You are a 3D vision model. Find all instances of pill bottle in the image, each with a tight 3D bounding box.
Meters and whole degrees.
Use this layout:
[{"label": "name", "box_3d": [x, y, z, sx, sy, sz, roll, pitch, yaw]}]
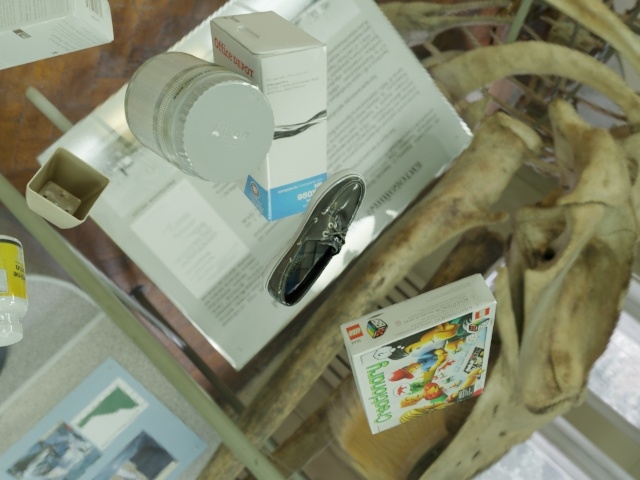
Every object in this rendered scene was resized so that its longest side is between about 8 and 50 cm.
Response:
[{"label": "pill bottle", "box_3d": [-0.578, 0.090, 1.153, 0.103, 0.184, 0.103, -14, 159, -6]}]

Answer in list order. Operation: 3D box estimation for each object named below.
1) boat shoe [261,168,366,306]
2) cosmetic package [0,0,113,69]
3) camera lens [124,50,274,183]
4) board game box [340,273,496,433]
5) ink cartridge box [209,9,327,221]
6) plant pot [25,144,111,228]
[{"label": "boat shoe", "box_3d": [0.000, 0.000, 0.952, 0.228, 0.076, 0.080, -51, 127, 1]}, {"label": "cosmetic package", "box_3d": [-0.476, -0.357, 1.063, 0.231, 0.086, 0.117, -11, 172, 12]}, {"label": "camera lens", "box_3d": [-0.247, -0.249, 1.295, 0.219, 0.274, 0.220, -20, 124, -32]}, {"label": "board game box", "box_3d": [0.142, 0.174, 0.922, 0.192, 0.053, 0.305, -20, 145, -3]}, {"label": "ink cartridge box", "box_3d": [-0.117, -0.291, 1.494, 0.166, 0.285, 0.395, -18, 130, -23]}, {"label": "plant pot", "box_3d": [-0.465, -0.084, 1.170, 0.096, 0.109, 0.109, -30, -150, 48]}]
